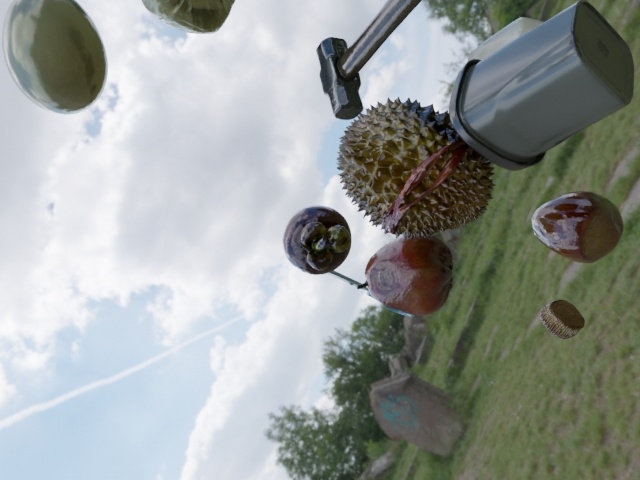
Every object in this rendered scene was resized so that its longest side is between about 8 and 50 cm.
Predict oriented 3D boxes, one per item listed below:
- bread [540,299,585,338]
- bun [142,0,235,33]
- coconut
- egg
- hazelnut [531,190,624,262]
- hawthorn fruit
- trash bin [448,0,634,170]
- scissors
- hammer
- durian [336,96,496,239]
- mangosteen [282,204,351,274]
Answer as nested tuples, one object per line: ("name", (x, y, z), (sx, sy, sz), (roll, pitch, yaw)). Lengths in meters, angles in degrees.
("bread", (0.504, 0.169, 1.064), (0.085, 0.085, 0.053), (-47, -18, -48))
("bun", (-0.226, -0.448, 0.890), (0.188, 0.111, 0.164), (-13, -84, -46))
("coconut", (0.482, -0.403, 1.210), (0.237, 0.265, 0.238), (13, -90, -79))
("egg", (-0.527, -0.374, 1.011), (0.186, 0.185, 0.242), (-42, -47, -54))
("hazelnut", (0.655, -0.029, 1.296), (0.210, 0.186, 0.210), (-24, -22, -11))
("hawthorn fruit", (0.224, 0.091, 1.354), (0.224, 0.260, 0.224), (-7, -90, -76))
("trash bin", (0.416, -0.288, 0.953), (0.250, 0.219, 0.220), (-28, 36, 54))
("scissors", (0.142, 0.158, 1.727), (0.029, 0.446, 0.192), (-67, 10, -16))
("hammer", (0.096, -0.273, 0.578), (0.365, 0.043, 0.111), (-33, 65, 58))
("durian", (0.213, -0.163, 1.187), (0.347, 0.384, 0.348), (-45, -36, -47))
("mangosteen", (0.000, 0.000, 1.515), (0.215, 0.215, 0.257), (-65, 16, -5))
